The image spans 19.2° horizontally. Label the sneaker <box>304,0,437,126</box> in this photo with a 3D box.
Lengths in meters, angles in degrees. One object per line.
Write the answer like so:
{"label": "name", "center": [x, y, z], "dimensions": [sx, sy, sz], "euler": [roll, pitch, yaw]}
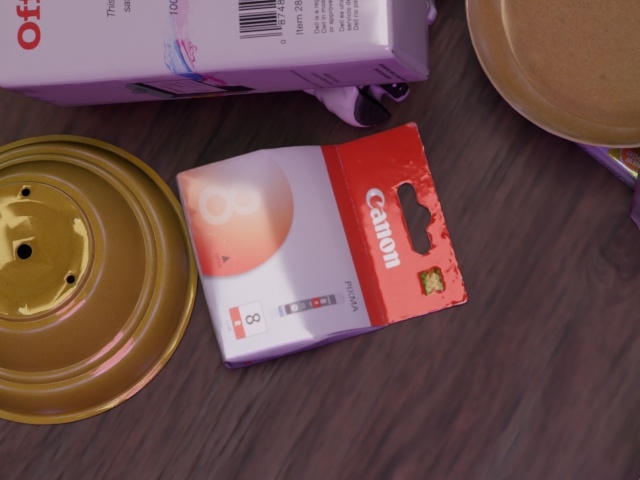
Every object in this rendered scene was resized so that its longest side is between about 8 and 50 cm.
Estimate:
{"label": "sneaker", "center": [0.056, -0.231, 1.364], "dimensions": [0.118, 0.110, 0.292], "euler": [29, 85, 24]}

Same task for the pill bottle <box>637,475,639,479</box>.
{"label": "pill bottle", "center": [0.316, 0.182, 1.232], "dimensions": [0.208, 0.117, 0.118], "euler": [32, 81, 11]}

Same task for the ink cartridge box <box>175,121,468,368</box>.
{"label": "ink cartridge box", "center": [0.000, 0.000, 1.344], "dimensions": [0.179, 0.045, 0.145], "euler": [-16, 76, 4]}

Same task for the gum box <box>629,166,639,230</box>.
{"label": "gum box", "center": [0.271, -0.044, 1.255], "dimensions": [0.107, 0.188, 0.062], "euler": [-32, 75, -2]}

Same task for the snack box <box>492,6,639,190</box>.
{"label": "snack box", "center": [0.205, -0.118, 1.356], "dimensions": [0.141, 0.037, 0.100], "euler": [40, 84, 14]}

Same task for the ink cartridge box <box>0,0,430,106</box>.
{"label": "ink cartridge box", "center": [-0.075, -0.203, 1.276], "dimensions": [0.278, 0.117, 0.201], "euler": [-3, 85, 15]}

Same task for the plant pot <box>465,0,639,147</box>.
{"label": "plant pot", "center": [0.218, -0.176, 1.309], "dimensions": [0.236, 0.032, 0.236], "euler": [-4, 79, 21]}

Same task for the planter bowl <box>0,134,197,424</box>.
{"label": "planter bowl", "center": [-0.200, 0.017, 1.334], "dimensions": [0.217, 0.090, 0.217], "euler": [-1, 77, 5]}
